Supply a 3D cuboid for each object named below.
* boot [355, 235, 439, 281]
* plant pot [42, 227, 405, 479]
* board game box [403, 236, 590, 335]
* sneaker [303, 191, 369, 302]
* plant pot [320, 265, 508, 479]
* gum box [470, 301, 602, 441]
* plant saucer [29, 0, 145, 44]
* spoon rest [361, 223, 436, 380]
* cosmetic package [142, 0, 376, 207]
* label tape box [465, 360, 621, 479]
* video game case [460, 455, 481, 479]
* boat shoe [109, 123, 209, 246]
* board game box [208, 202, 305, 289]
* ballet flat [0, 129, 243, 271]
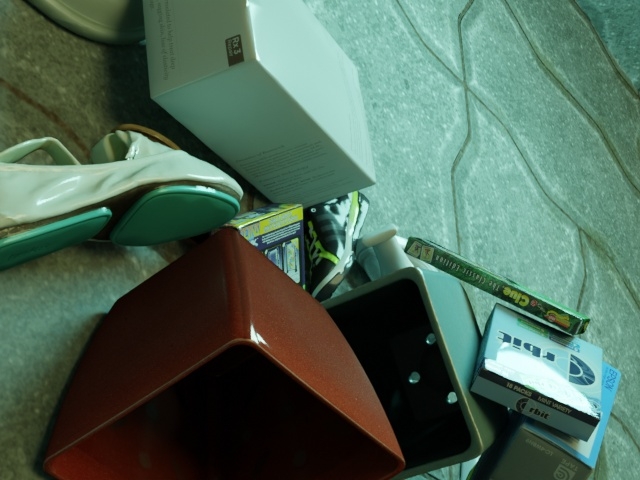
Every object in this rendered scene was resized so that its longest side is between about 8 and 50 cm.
[{"bbox_3d":[0.147,0.096,1.817,0.258,0.095,0.123,36,39,-38],"label":"boot"},{"bbox_3d":[-0.102,0.151,1.242,0.267,0.267,0.235,43,25,-34],"label":"plant pot"},{"bbox_3d":[0.248,0.063,1.616,0.260,0.030,0.136,27,3,18],"label":"board game box"},{"bbox_3d":[0.000,0.000,1.698,0.097,0.084,0.234,26,42,-7],"label":"sneaker"},{"bbox_3d":[0.119,0.183,1.565,0.252,0.247,0.247,-2,71,-61],"label":"plant pot"},{"bbox_3d":[0.280,0.164,1.478,0.157,0.041,0.184,24,26,3],"label":"gum box"},{"bbox_3d":[-0.302,-0.453,1.494,0.400,0.100,0.400,37,40,-41],"label":"plant saucer"},{"bbox_3d":[0.135,0.092,1.740,0.084,0.137,0.276,-99,167,-66],"label":"spoon rest"},{"bbox_3d":[-0.075,-0.215,1.557,0.385,0.156,0.217,40,37,-55],"label":"cosmetic package"},{"bbox_3d":[0.269,0.338,1.591,0.115,0.347,0.249,28,30,9],"label":"label tape box"},{"bbox_3d":[0.321,0.460,1.892,0.300,0.036,0.329,47,34,-29],"label":"video game case"},{"bbox_3d":[-0.183,-0.061,1.427,0.207,0.073,0.073,40,37,-37],"label":"boat shoe"},{"bbox_3d":[-0.080,0.034,1.496,0.170,0.048,0.141,-22,112,-61],"label":"board game box"},{"bbox_3d":[-0.244,-0.060,1.260,0.400,0.139,0.139,-13,80,-50],"label":"ballet flat"}]
